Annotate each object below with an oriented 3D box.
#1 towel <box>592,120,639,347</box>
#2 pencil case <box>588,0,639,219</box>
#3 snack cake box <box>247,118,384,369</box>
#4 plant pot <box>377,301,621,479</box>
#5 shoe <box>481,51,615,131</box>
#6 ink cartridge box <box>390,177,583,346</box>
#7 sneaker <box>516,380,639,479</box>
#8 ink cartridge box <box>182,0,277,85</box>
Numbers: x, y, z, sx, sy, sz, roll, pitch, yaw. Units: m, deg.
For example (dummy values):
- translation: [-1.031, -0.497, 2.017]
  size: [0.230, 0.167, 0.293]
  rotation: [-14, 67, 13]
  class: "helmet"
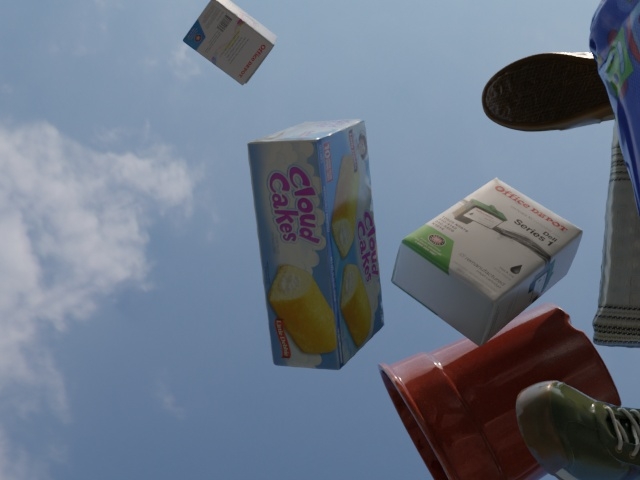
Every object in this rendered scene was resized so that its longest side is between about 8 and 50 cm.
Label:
- translation: [0.415, -0.047, 0.798]
  size: [0.312, 0.056, 0.324]
  rotation: [1, -120, 30]
  class: "towel"
- translation: [0.215, 0.000, 0.390]
  size: [0.133, 0.119, 0.306]
  rotation: [-2, -120, -7]
  class: "pencil case"
- translation: [0.000, 0.000, 1.055]
  size: [0.089, 0.152, 0.264]
  rotation: [1, -74, 26]
  class: "snack cake box"
- translation: [0.262, 0.234, 1.292]
  size: [0.265, 0.272, 0.272]
  rotation: [-28, -102, -5]
  class: "plant pot"
- translation: [0.255, -0.138, 0.834]
  size: [0.219, 0.058, 0.076]
  rotation: [-4, -100, 38]
  class: "shoe"
- translation: [0.232, 0.023, 1.248]
  size: [0.160, 0.092, 0.219]
  rotation: [36, -131, 27]
  class: "ink cartridge box"
- translation: [0.209, 0.127, 0.577]
  size: [0.192, 0.086, 0.064]
  rotation: [34, -137, -38]
  class: "sneaker"
- translation: [-0.144, -0.323, 1.451]
  size: [0.122, 0.052, 0.088]
  rotation: [36, -64, -13]
  class: "ink cartridge box"
